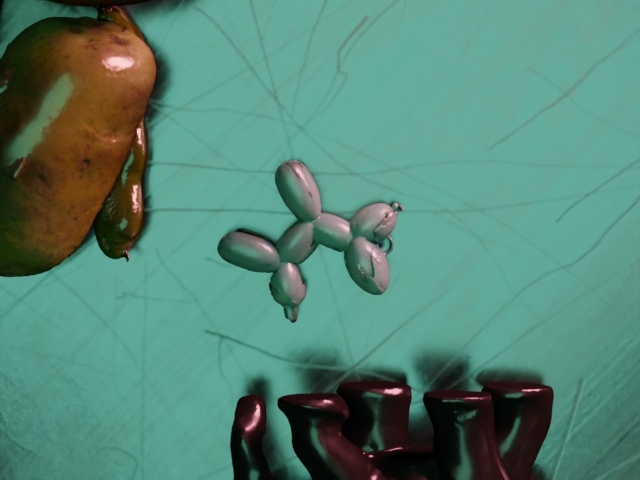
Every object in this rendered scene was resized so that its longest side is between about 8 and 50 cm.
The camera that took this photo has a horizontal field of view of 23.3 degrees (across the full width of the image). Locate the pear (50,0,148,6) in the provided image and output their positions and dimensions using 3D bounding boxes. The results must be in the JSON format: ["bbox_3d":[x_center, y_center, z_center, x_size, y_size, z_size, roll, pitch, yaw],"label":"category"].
[{"bbox_3d":[-0.233,-0.352,1.396,0.321,0.269,0.269,34,94,-20],"label":"pear"}]

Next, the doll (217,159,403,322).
[{"bbox_3d":[0.000,0.000,1.509,0.158,0.059,0.159,45,92,-1],"label":"doll"}]

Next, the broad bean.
[{"bbox_3d":[-0.194,-0.107,1.508,0.053,0.052,0.256,-2,92,-39],"label":"broad bean"}]

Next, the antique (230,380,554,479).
[{"bbox_3d":[0.074,0.263,1.466,0.322,0.185,0.255,2,93,-3],"label":"antique"}]

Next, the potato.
[{"bbox_3d":[-0.278,-0.092,1.457,0.160,0.111,0.271,32,102,16],"label":"potato"}]
